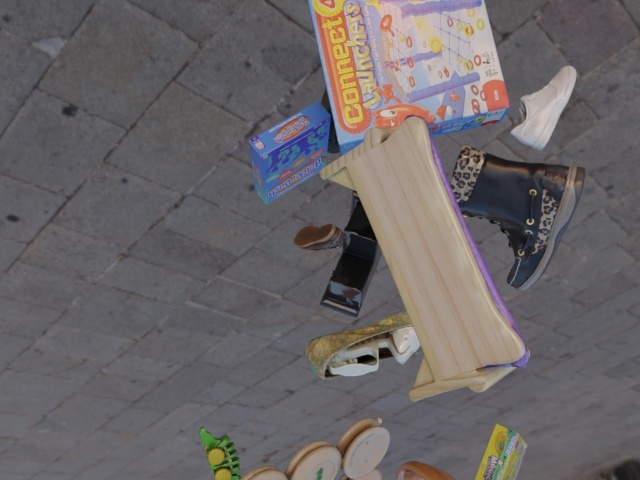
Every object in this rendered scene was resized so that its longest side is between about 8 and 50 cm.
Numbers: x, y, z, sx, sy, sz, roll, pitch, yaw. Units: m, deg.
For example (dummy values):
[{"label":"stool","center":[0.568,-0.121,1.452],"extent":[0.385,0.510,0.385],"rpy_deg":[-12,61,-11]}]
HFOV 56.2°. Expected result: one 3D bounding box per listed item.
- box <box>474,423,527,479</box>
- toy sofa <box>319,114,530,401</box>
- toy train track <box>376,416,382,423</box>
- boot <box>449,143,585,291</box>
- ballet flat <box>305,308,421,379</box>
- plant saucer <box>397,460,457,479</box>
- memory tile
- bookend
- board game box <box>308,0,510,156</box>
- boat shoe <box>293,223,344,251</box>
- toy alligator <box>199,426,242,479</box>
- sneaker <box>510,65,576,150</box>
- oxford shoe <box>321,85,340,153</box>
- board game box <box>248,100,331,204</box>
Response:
[{"label":"box","center":[0.304,0.373,1.007],"extent":[0.043,0.105,0.179],"rpy_deg":[19,164,29]},{"label":"toy sofa","center":[0.162,0.017,0.818],"extent":[0.177,0.362,0.150],"rpy_deg":[-30,167,36]},{"label":"toy train track","center":[0.105,0.397,1.203],"extent":[0.048,0.014,0.083],"rpy_deg":[28,83,-34]},{"label":"boot","center":[0.432,-0.054,1.440],"extent":[0.284,0.138,0.377],"rpy_deg":[18,139,11]},{"label":"ballet flat","center":[0.141,0.251,1.417],"extent":[0.349,0.123,0.123],"rpy_deg":[-14,145,-8]},{"label":"plant saucer","center":[0.151,0.330,0.650],"extent":[0.037,0.200,0.200],"rpy_deg":[-22,148,-18]},{"label":"memory tile","center":[-0.008,0.183,0.366],"extent":[0.113,0.012,0.147],"rpy_deg":[-12,118,-35]},{"label":"bookend","center":[0.060,0.026,1.037],"extent":[0.072,0.157,0.156],"rpy_deg":[19,151,11]},{"label":"board game box","center":[0.151,-0.338,1.086],"extent":[0.302,0.308,0.086],"rpy_deg":[-13,174,3]},{"label":"boat shoe","center":[0.000,0.000,1.688],"extent":[0.073,0.073,0.207],"rpy_deg":[33,163,-27]},{"label":"toy alligator","center":[-0.161,0.409,1.052],"extent":[0.051,0.189,0.056],"rpy_deg":[-19,-177,-17]},{"label":"sneaker","center":[0.488,-0.307,1.320],"extent":[0.094,0.212,0.080],"rpy_deg":[26,166,9]},{"label":"oxford shoe","center":[0.039,-0.300,1.410],"extent":[0.083,0.227,0.096],"rpy_deg":[21,160,-23]},{"label":"board game box","center":[-0.061,-0.171,1.209],"extent":[0.160,0.047,0.210],"rpy_deg":[-33,164,-14]}]
